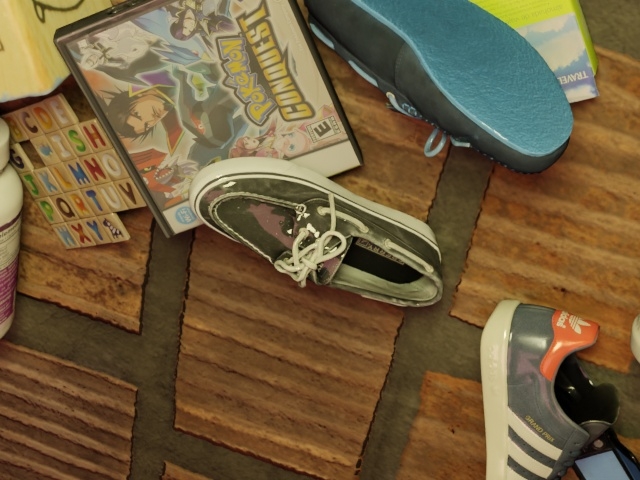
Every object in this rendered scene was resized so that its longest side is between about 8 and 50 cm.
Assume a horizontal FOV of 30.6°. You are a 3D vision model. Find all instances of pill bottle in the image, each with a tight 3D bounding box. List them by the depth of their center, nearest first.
[{"bbox_3d":[-0.467,-0.016,1.489,0.169,0.169,0.302,19,124,8],"label":"pill bottle"}]

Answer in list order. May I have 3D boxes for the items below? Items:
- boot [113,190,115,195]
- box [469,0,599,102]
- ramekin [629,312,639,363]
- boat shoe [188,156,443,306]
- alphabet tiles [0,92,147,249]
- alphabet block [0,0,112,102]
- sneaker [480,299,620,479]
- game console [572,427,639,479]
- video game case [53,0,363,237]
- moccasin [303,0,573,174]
[{"bbox_3d":[-0.157,-0.084,1.389,0.106,0.082,0.219,43,122,-6],"label":"boot"},{"bbox_3d":[0.212,-0.222,1.195,0.109,0.042,0.178,-12,116,27],"label":"box"},{"bbox_3d":[0.433,0.080,1.206,0.207,0.207,0.109,12,114,13],"label":"ramekin"},{"bbox_3d":[-0.002,0.003,1.310,0.306,0.105,0.113,23,122,-20],"label":"boat shoe"},{"bbox_3d":[-0.304,-0.080,1.432,0.237,0.009,0.198,-7,118,49],"label":"alphabet tiles"},{"bbox_3d":[-0.367,-0.272,1.287,0.193,0.192,0.197,-7,118,21],"label":"alphabet block"},{"bbox_3d":[0.280,0.237,1.394,0.148,0.131,0.350,4,121,23],"label":"sneaker"},{"bbox_3d":[0.365,0.300,1.439,0.107,0.071,0.122,-23,109,29],"label":"game console"},{"bbox_3d":[-0.115,-0.153,1.276,0.248,0.035,0.275,-20,124,9],"label":"video game case"},{"bbox_3d":[0.116,-0.180,1.185,0.342,0.137,0.117,48,151,25],"label":"moccasin"}]
